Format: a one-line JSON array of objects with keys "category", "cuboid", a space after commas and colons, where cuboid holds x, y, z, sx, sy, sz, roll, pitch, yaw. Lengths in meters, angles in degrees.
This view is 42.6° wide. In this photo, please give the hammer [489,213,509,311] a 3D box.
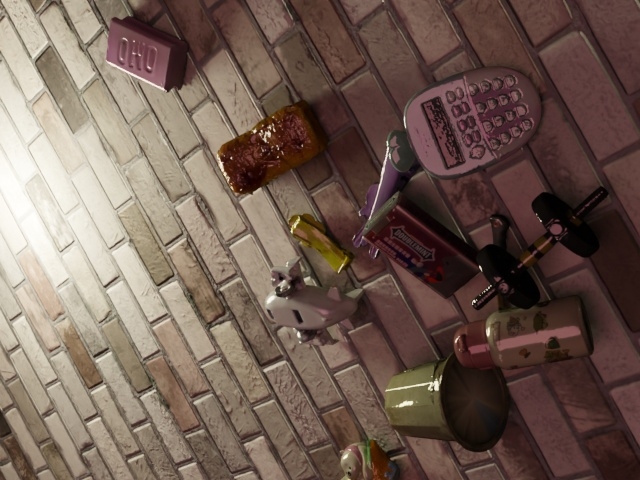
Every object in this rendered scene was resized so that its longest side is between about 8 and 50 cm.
[{"category": "hammer", "cuboid": [0.362, 0.089, 1.634, 0.111, 0.033, 0.287, 5, 109, 32]}]

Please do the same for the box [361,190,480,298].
[{"category": "box", "cuboid": [0.205, 0.012, 1.642, 0.224, 0.069, 0.120, 35, 127, -9]}]

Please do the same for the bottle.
[{"category": "bottle", "cuboid": [0.381, 0.184, 1.565, 0.253, 0.120, 0.120, -14, 98, 22]}]

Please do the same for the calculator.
[{"category": "calculator", "cuboid": [0.264, -0.216, 1.538, 0.299, 0.041, 0.185, -22, 99, 19]}]

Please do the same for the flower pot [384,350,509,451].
[{"category": "flower pot", "cuboid": [0.250, 0.327, 1.708, 0.203, 0.212, 0.212, -13, 99, 49]}]

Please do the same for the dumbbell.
[{"category": "dumbbell", "cuboid": [0.395, 0.019, 1.499, 0.143, 0.143, 0.325, 48, 116, 11]}]

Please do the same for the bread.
[{"category": "bread", "cuboid": [-0.112, -0.198, 1.828, 0.271, 0.077, 0.139, -23, 95, 35]}]

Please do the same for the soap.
[{"category": "soap", "cuboid": [-0.414, -0.445, 1.952, 0.203, 0.065, 0.122, 27, 120, 23]}]

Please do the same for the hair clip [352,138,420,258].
[{"category": "hair clip", "cuboid": [0.150, -0.092, 1.687, 0.137, 0.090, 0.278, 33, 126, 26]}]

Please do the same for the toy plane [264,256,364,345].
[{"category": "toy plane", "cuboid": [-0.020, 0.144, 1.867, 0.245, 0.117, 0.244, 20, 135, 21]}]

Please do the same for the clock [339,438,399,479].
[{"category": "clock", "cuboid": [0.107, 0.563, 1.932, 0.144, 0.103, 0.231, 16, 116, 20]}]

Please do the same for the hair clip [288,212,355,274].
[{"category": "hair clip", "cuboid": [0.000, 0.000, 1.840, 0.173, 0.046, 0.072, 38, 114, 16]}]
